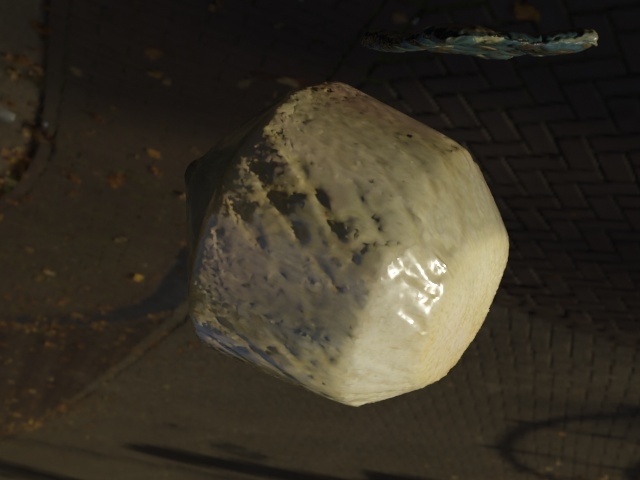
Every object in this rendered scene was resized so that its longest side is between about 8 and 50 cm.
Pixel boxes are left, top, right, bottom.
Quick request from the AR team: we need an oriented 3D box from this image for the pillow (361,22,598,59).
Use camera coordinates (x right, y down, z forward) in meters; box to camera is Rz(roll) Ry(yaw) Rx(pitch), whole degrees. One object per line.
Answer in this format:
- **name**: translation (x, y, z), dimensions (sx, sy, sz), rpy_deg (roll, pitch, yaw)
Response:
- **pillow**: translation (0.171, -0.226, 1.162), dimensions (0.189, 0.034, 0.255), rpy_deg (-2, -170, -19)

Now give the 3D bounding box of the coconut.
- **coconut**: translation (0.000, 0.000, 0.959), dimensions (0.329, 0.329, 0.329), rpy_deg (10, 154, 5)
